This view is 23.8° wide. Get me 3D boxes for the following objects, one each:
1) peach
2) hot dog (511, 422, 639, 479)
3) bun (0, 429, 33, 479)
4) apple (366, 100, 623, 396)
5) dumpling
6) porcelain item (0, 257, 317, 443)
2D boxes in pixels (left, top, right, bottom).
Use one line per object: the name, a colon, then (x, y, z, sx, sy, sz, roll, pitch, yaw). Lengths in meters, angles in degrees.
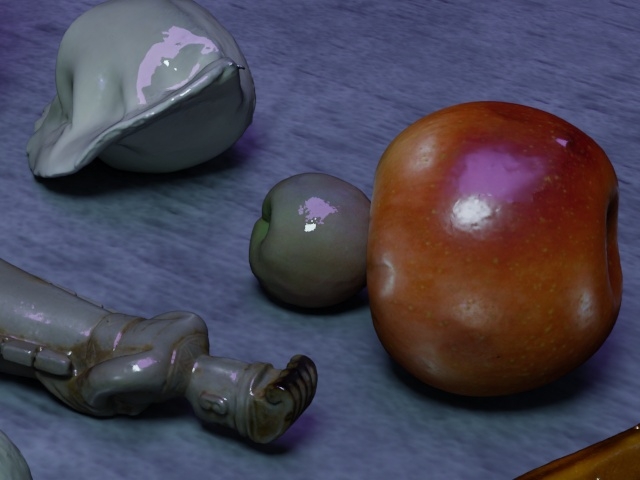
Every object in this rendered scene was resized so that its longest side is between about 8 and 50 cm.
peach: (-0.002, 0.001, 0.899, 0.083, 0.083, 0.083, 5, 28, -2)
hot dog: (0.134, 0.131, 0.701, 0.188, 0.055, 0.072, -15, 37, -35)
bun: (-0.240, 0.128, 0.516, 0.283, 0.179, 0.283, 9, -2, 0)
apple: (0.097, 0.003, 0.828, 0.139, 0.163, 0.163, 2, 27, 6)
dumpling: (-0.131, -0.099, 1.043, 0.166, 0.126, 0.216, -28, 45, -6)
porcelain item: (-0.104, 0.060, 0.791, 0.213, 0.054, 0.084, 15, 32, 19)
